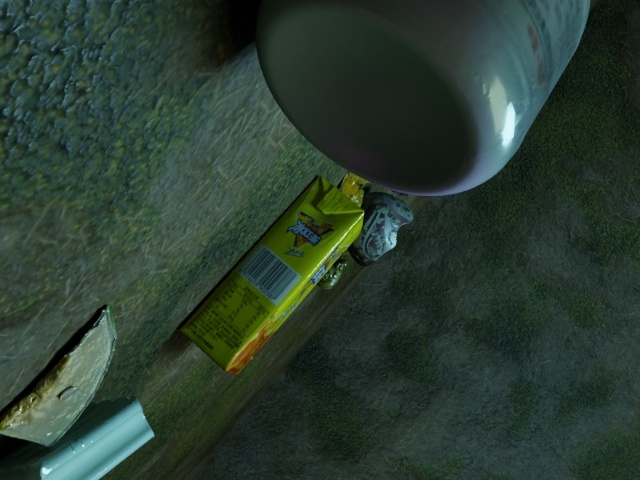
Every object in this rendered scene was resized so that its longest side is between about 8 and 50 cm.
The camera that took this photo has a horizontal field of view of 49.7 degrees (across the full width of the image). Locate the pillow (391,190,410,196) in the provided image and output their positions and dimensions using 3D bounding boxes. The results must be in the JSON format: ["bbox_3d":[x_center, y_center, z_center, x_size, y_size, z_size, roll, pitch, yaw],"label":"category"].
[{"bbox_3d":[0.257,-0.252,1.371,0.228,0.101,0.326,-44,163,-56],"label":"pillow"}]

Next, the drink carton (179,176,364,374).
[{"bbox_3d":[-0.076,0.064,1.206,0.351,0.111,0.154,-49,171,-10],"label":"drink carton"}]

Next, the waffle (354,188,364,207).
[{"bbox_3d":[0.001,0.001,1.474,0.245,0.052,0.254,-41,166,-46],"label":"waffle"}]

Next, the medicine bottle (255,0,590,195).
[{"bbox_3d":[0.113,-0.218,0.610,0.302,0.241,0.241,-55,173,-24],"label":"medicine bottle"}]

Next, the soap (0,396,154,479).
[{"bbox_3d":[-0.322,0.276,0.898,0.119,0.066,0.198,-13,-172,27],"label":"soap"}]

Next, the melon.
[{"bbox_3d":[-0.295,0.158,0.820,0.182,0.054,0.098,-48,155,-10],"label":"melon"}]

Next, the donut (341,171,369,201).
[{"bbox_3d":[0.074,-0.107,1.358,0.038,0.067,0.083,-86,179,-79],"label":"donut"}]

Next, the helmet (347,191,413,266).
[{"bbox_3d":[0.112,-0.041,1.583,0.177,0.107,0.153,-54,-151,-9],"label":"helmet"}]

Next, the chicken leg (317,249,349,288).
[{"bbox_3d":[0.039,0.061,1.804,0.093,0.070,0.178,-35,-173,32],"label":"chicken leg"}]
